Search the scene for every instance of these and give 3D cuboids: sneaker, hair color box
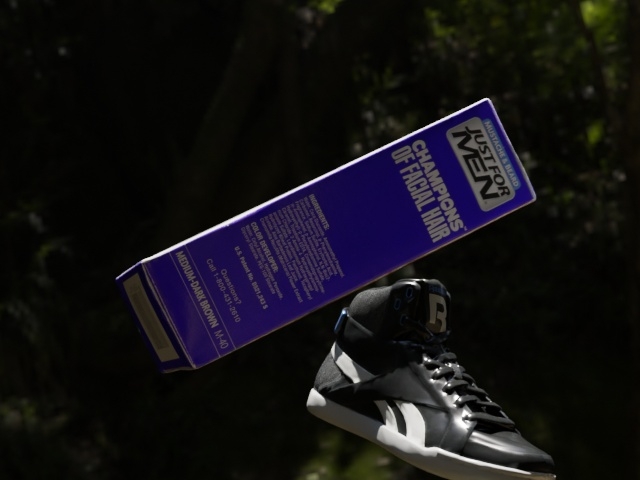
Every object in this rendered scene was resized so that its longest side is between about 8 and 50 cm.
[{"bbox_3d":[0.080,0.091,1.073,0.079,0.121,0.217,14,2,-45],"label":"sneaker"},{"bbox_3d":[0.000,0.000,1.381,0.339,0.110,0.185,-27,1,-15],"label":"hair color box"}]
